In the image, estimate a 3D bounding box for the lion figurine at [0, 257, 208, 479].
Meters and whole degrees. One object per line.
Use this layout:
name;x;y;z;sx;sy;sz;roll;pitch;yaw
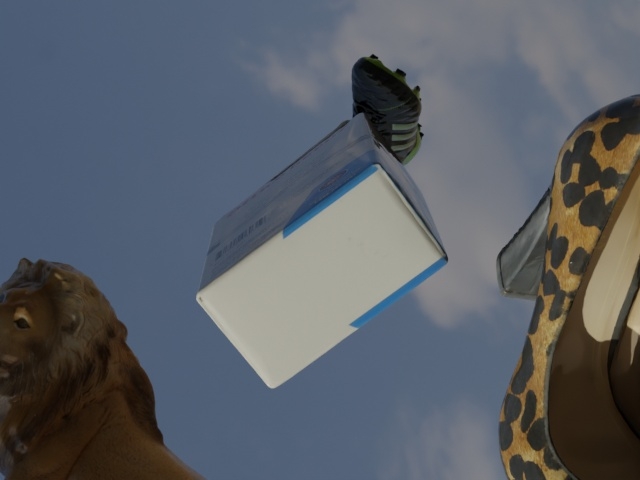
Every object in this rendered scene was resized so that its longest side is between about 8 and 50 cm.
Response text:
lion figurine;-0.139;0.203;1.158;0.392;0.240;0.142;35;-176;15

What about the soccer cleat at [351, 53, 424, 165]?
soccer cleat;0.052;-0.099;1.340;0.072;0.060;0.179;-54;-20;-12

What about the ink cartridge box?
ink cartridge box;0.000;0.000;1.067;0.086;0.148;0.203;52;-172;-11

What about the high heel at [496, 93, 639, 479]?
high heel;0.163;0.061;0.792;0.093;0.186;0.261;0;-122;-20
